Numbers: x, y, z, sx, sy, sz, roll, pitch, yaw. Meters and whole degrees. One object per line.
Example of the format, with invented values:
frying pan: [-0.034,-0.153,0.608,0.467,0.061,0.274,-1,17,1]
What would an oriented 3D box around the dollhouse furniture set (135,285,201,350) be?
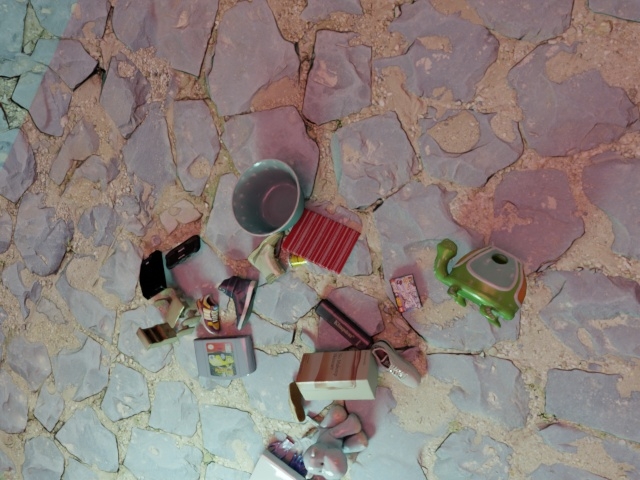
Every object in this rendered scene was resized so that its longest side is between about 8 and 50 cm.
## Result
dollhouse furniture set: [-0.704,0.364,2.004,0.212,0.161,0.242,44,115,26]

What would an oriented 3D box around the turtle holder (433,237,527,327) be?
turtle holder: [0.564,0.134,1.545,0.227,0.243,0.320,-58,36,0]

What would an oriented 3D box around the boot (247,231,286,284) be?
boot: [-0.195,0.071,1.867,0.213,0.077,0.165,-44,80,23]

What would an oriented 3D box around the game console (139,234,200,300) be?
game console: [-0.692,0.106,2.021,0.361,0.044,0.213,-32,54,13]

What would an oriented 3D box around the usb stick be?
usb stick: [0.095,0.349,1.805,0.278,0.045,0.077,40,105,12]

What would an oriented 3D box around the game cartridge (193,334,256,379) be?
game cartridge: [-0.441,0.537,2.010,0.294,0.060,0.196,-8,96,20]

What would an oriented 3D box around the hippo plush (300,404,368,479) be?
hippo plush: [0.032,0.815,1.767,0.294,0.236,0.234,15,100,18]

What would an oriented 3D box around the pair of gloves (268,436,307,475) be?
pair of gloves: [-0.149,0.975,1.961,0.198,0.023,0.159,44,107,10]

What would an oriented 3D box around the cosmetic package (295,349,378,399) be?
cosmetic package: [0.069,0.538,1.757,0.296,0.153,0.129,-9,125,19]

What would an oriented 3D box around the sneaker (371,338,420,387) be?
sneaker: [0.292,0.495,1.723,0.235,0.095,0.090,42,105,10]

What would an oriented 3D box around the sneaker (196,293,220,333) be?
sneaker: [-0.496,0.335,2.000,0.084,0.069,0.185,-30,85,25]

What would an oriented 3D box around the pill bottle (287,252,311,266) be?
pill bottle: [-0.073,0.073,1.829,0.116,0.065,0.065,-9,92,19]

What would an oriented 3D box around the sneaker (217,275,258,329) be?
sneaker: [-0.380,0.267,1.936,0.164,0.086,0.226,14,90,7]

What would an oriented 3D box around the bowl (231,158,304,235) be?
bowl: [-0.187,-0.159,1.777,0.312,0.163,0.311,-4,80,24]

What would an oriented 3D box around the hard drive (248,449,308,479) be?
hard drive: [-0.146,1.116,1.945,0.353,0.047,0.233,30,113,14]

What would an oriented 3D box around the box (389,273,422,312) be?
box: [0.334,0.207,1.717,0.094,0.027,0.137,-17,89,19]

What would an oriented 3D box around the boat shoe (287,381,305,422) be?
boat shoe: [-0.115,0.701,1.903,0.059,0.063,0.170,-27,71,48]

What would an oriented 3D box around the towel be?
towel: [0.000,0.000,1.784,0.275,0.031,0.198,25,79,15]
